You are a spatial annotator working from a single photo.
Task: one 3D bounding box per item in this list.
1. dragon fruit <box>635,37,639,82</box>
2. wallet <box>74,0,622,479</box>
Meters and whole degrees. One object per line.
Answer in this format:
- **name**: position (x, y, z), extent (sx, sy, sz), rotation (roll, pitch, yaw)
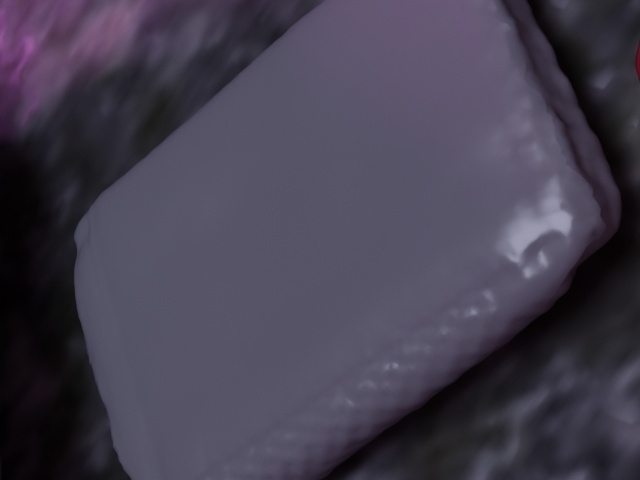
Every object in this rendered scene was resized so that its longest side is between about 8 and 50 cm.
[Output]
- **dragon fruit**: position (0.160, 0.022, 0.290), extent (0.269, 0.198, 0.200), rotation (-112, 32, -49)
- **wallet**: position (0.000, 0.000, 0.543), extent (0.183, 0.032, 0.124), rotation (-39, 58, 31)
